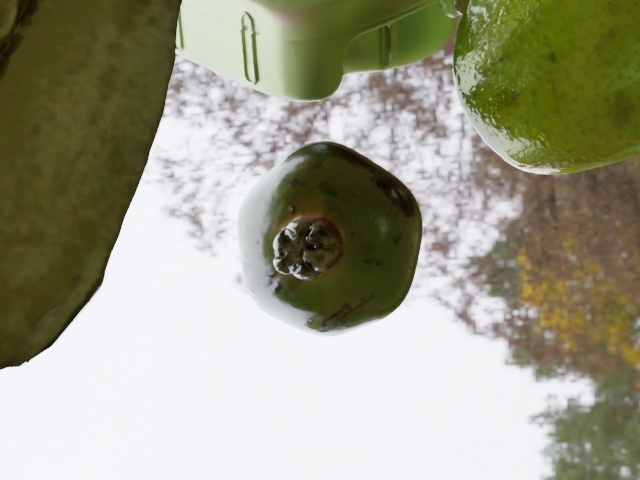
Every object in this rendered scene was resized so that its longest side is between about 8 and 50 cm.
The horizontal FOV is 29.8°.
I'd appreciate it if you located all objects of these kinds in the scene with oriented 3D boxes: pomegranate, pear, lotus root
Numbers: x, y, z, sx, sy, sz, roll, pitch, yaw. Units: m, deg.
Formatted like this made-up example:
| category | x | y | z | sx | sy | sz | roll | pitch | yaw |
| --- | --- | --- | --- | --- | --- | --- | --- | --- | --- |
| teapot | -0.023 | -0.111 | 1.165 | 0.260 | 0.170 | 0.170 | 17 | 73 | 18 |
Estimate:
| category | x | y | z | sx | sy | sz | roll | pitch | yaw |
| --- | --- | --- | --- | --- | --- | --- | --- | --- | --- |
| pomegranate | 0.000 | 0.000 | 1.076 | 0.210 | 0.180 | 0.180 | -8 | -86 | -73 |
| pear | 0.249 | -0.181 | 1.156 | 0.288 | 0.239 | 0.139 | 58 | 176 | -17 |
| lotus root | -0.124 | -0.104 | 0.388 | 0.167 | 0.078 | 0.329 | 24 | -123 | -19 |

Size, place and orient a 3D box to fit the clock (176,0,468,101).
| category | x | y | z | sx | sy | sz | roll | pitch | yaw |
| --- | --- | --- | --- | --- | --- | --- | --- | --- | --- |
| clock | 0.021 | -0.270 | 1.295 | 0.348 | 0.286 | 0.117 | -24 | -54 | -32 |
